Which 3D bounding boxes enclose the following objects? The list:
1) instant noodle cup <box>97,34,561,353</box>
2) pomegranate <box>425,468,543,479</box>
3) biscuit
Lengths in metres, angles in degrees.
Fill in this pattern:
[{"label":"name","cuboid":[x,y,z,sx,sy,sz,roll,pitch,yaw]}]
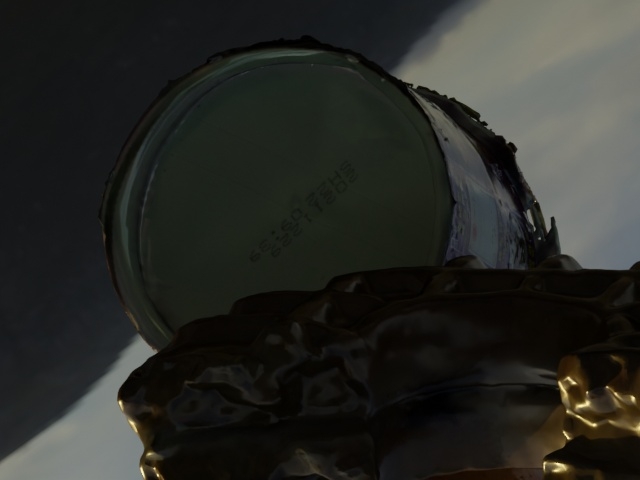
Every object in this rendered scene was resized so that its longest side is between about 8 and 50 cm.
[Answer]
[{"label":"instant noodle cup","cuboid":[0.000,0.000,1.218,0.340,0.340,0.266,-34,163,4]},{"label":"pomegranate","cuboid":[0.074,0.219,1.073,0.209,0.209,0.209,-34,-174,4]},{"label":"biscuit","cuboid":[0.103,0.081,0.836,0.366,0.115,0.268,2,-166,29]}]
